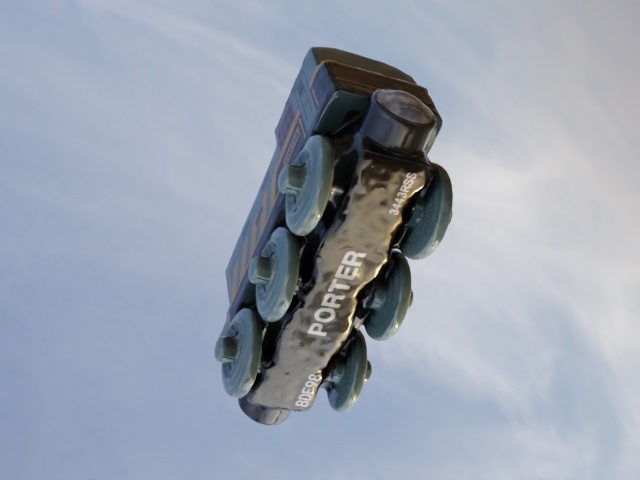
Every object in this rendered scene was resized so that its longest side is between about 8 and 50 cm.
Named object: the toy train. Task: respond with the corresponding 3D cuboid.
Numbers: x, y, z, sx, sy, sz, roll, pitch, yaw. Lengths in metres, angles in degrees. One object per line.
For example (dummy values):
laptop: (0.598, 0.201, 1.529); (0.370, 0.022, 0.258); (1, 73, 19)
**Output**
toy train: (0.000, 0.000, 0.795); (0.142, 0.333, 0.190); (11, -145, -19)
